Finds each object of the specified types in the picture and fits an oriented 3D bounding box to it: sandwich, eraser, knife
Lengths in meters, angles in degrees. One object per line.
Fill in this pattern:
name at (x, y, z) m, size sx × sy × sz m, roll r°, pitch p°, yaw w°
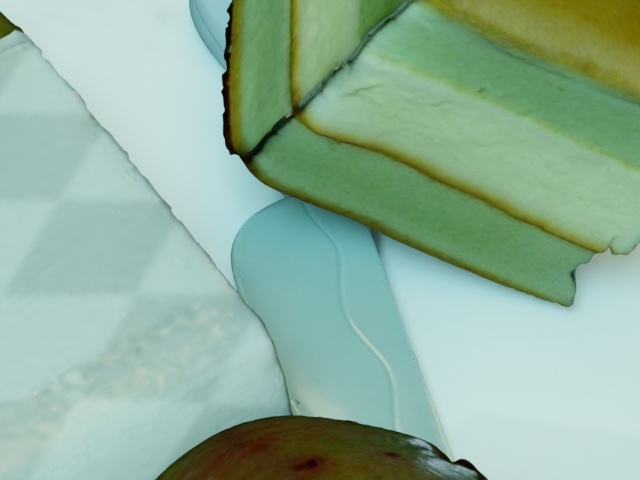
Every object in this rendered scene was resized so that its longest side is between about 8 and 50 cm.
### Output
sandwich at (0.081, -0.117, 0.846) m, size 0.198 × 0.155 × 0.227 m, roll 21°, pitch 52°, yaw -26°
eraser at (-0.216, 0.090, 0.698) m, size 0.397 × 0.082 × 0.213 m, roll -29°, pitch 65°, yaw -29°
knife at (-0.002, 0.000, 0.846) m, size 0.080 × 0.044 × 0.331 m, roll -3°, pitch 60°, yaw -20°

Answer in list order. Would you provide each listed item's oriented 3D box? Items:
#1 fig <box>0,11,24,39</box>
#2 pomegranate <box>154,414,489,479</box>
fig at (-0.162, -0.076, 0.838) m, size 0.088 × 0.074 × 0.074 m, roll -17°, pitch 59°, yaw -44°
pomegranate at (-0.002, 0.166, 0.663) m, size 0.180 × 0.180 × 0.210 m, roll 28°, pitch 90°, yaw 7°
